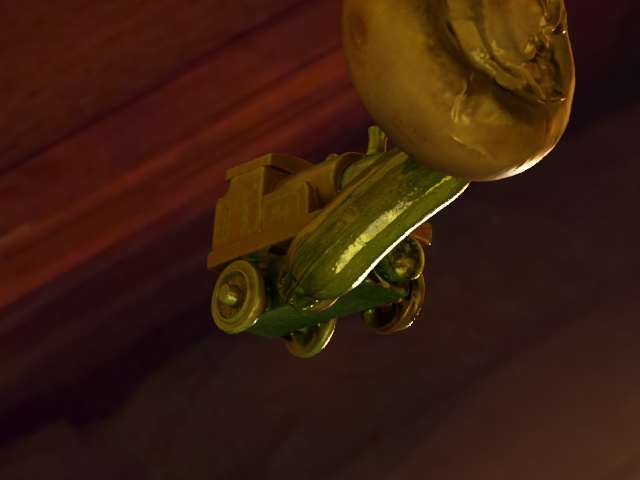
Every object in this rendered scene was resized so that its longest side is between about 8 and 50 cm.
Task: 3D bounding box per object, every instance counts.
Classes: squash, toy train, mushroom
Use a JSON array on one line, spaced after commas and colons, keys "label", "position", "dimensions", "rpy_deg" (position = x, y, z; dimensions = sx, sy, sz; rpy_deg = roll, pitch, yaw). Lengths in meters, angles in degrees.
[{"label": "squash", "position": [0.048, -0.022, 1.713], "dimensions": [0.068, 0.219, 0.077], "rpy_deg": [51, -172, 32]}, {"label": "toy train", "position": [0.000, 0.000, 2.154], "dimensions": [0.304, 0.150, 0.221], "rpy_deg": [-18, 60, 47]}, {"label": "mushroom", "position": [0.123, -0.160, 1.600], "dimensions": [0.178, 0.226, 0.226], "rpy_deg": [-20, 101, 45]}]
